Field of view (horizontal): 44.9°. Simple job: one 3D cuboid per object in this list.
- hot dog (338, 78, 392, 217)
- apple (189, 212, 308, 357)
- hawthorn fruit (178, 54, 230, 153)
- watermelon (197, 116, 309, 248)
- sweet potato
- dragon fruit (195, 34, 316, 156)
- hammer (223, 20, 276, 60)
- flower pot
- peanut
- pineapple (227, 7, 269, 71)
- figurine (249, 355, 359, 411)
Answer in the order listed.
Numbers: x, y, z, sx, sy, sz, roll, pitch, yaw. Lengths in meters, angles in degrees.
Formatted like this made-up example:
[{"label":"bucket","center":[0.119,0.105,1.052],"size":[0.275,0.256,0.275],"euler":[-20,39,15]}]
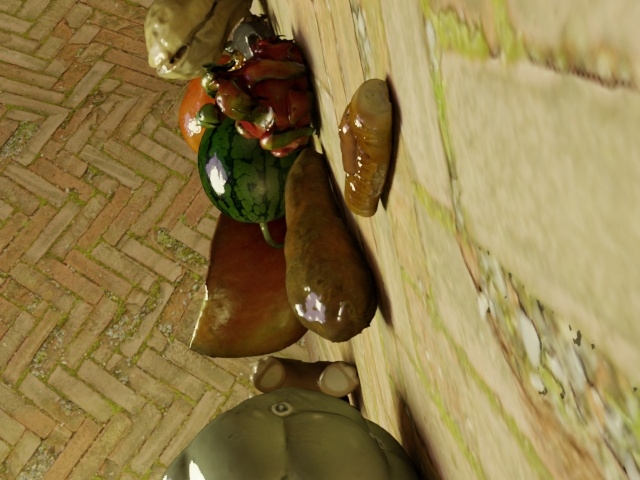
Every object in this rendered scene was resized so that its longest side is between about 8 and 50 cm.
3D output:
[{"label":"hot dog","center":[0.026,-0.054,0.478],"size":[0.137,0.028,0.044],"euler":[86,177,-71]},{"label":"apple","center":[-0.091,0.026,1.110],"size":[0.254,0.179,0.346],"euler":[56,-164,-17]},{"label":"hawthorn fruit","center":[-0.154,-0.223,1.317],"size":[0.189,0.189,0.189],"euler":[167,90,-85]},{"label":"watermelon","center":[-0.075,-0.075,0.950],"size":[0.140,0.141,0.187],"euler":[-121,21,-76]},{"label":"sweet potato","center":[0.000,0.000,0.731],"size":[0.273,0.075,0.075],"euler":[-102,2,-55]},{"label":"dragon fruit","center":[-0.059,-0.156,0.799],"size":[0.142,0.175,0.138],"euler":[-38,69,46]},{"label":"hammer","center":[-0.056,-0.146,1.032],"size":[0.125,0.027,0.297],"euler":[-14,94,60]},{"label":"flower pot","center":[-0.021,0.252,0.652],"size":[0.195,0.246,0.246],"euler":[37,155,28]},{"label":"peanut","center":[-0.173,-0.342,1.134],"size":[0.130,0.130,0.290],"euler":[82,-159,-52]},{"label":"pineapple","center":[-0.091,-0.285,1.118],"size":[0.114,0.077,0.114],"euler":[-25,63,51]},{"label":"figurine","center":[-0.030,0.258,1.124],"size":[0.247,0.177,0.172],"euler":[141,135,-77]}]
